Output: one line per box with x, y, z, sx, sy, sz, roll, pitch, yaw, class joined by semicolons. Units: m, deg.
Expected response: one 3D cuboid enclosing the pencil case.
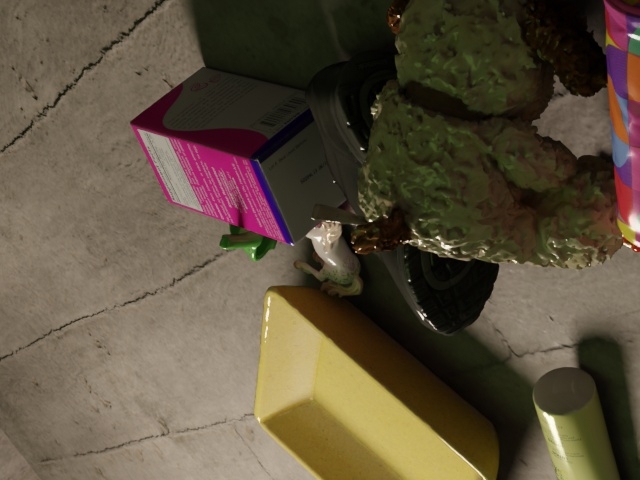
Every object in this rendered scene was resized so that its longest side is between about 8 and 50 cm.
0.255;-0.098;1.181;0.104;0.104;0.236;29;149;36;pencil case

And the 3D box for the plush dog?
0.111;-0.106;1.311;0.262;0.210;0.225;23;111;41;plush dog

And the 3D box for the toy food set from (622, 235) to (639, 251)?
0.246;-0.025;1.374;0.083;0.020;0.082;41;153;19;toy food set

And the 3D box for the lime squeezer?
-0.090;-0.023;1.812;0.110;0.059;0.310;35;-178;-21;lime squeezer

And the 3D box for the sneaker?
0.074;-0.045;1.549;0.130;0.109;0.286;9;124;62;sneaker

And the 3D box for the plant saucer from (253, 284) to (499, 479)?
0.072;0.215;1.901;0.333;0.081;0.333;40;152;19;plant saucer

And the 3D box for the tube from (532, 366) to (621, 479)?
0.262;0.225;1.643;0.070;0.062;0.240;-98;-10;-47;tube

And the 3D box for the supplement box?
-0.076;-0.090;1.694;0.220;0.111;0.114;20;142;47;supplement box

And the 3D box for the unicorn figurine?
0.000;0.000;1.765;0.162;0.060;0.111;44;163;-34;unicorn figurine
